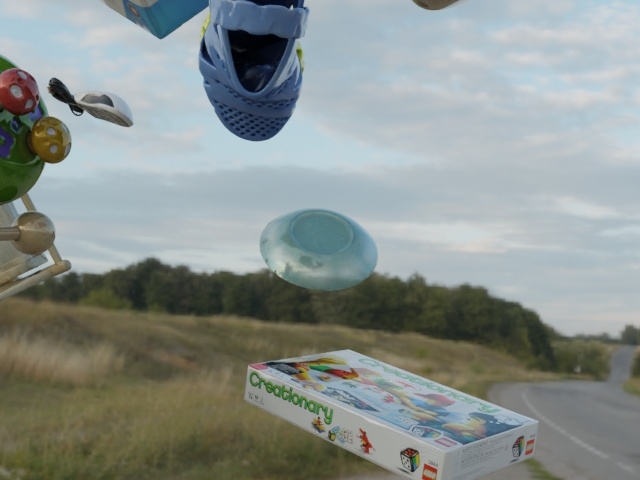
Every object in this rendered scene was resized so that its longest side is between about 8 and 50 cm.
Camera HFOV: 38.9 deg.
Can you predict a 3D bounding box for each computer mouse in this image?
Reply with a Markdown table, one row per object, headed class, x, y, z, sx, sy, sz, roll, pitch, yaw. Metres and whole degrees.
| class | x | y | z | sx | sy | sz | roll | pitch | yaw |
| --- | --- | --- | --- | --- | --- | --- | --- | --- | --- |
| computer mouse | -0.398 | -0.245 | 1.616 | 0.193 | 0.042 | 0.106 | 18 | -16 | 32 |

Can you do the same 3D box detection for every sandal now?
| class | x | y | z | sx | sy | sz | roll | pitch | yaw |
| --- | --- | --- | --- | --- | --- | --- | --- | --- | --- |
| sandal | -0.072 | -0.201 | 0.954 | 0.126 | 0.138 | 0.317 | 4 | -31 | -2 |

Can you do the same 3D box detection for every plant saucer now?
| class | x | y | z | sx | sy | sz | roll | pitch | yaw |
| --- | --- | --- | --- | --- | --- | --- | --- | --- | --- |
| plant saucer | 0.000 | 0.000 | 1.458 | 0.195 | 0.195 | 0.037 | 4 | -47 | -7 |

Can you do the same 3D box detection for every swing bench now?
| class | x | y | z | sx | sy | sz | roll | pitch | yaw |
| --- | --- | --- | --- | --- | --- | --- | --- | --- | --- |
| swing bench | -0.564 | -0.015 | 1.431 | 0.165 | 0.253 | 0.255 | -31 | 10 | -39 |

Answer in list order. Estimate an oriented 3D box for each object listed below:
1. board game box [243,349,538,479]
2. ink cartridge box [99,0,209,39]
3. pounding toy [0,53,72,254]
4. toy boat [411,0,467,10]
| class | x | y | z | sx | sy | sz | roll | pitch | yaw |
| --- | --- | --- | --- | --- | --- | --- | --- | --- | --- |
| board game box | 0.080 | 0.206 | 1.097 | 0.305 | 0.053 | 0.193 | 16 | 11 | 41 |
| ink cartridge box | -0.260 | -0.482 | 1.324 | 0.198 | 0.197 | 0.270 | 37 | -20 | 38 |
| pounding toy | -0.344 | -0.108 | 1.019 | 0.110 | 0.236 | 0.183 | -6 | -8 | 26 |
| toy boat | 0.116 | -0.313 | 0.793 | 0.151 | 0.151 | 0.231 | -27 | -19 | -6 |
